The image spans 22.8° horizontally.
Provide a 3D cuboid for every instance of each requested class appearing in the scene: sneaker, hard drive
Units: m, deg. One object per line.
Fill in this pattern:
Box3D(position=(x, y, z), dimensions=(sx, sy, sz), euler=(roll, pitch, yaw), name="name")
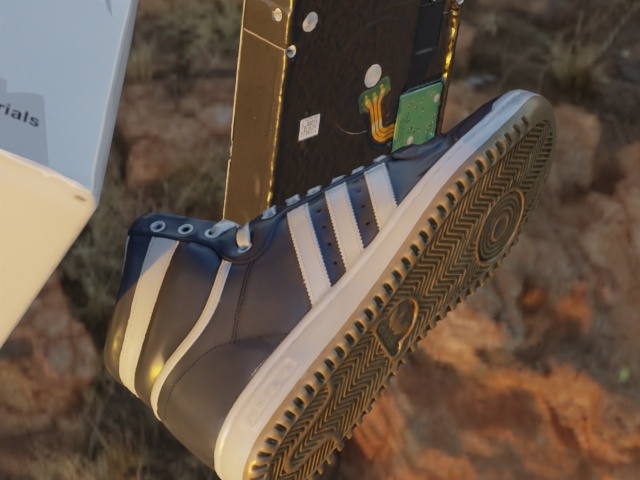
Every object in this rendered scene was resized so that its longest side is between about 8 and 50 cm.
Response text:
Box3D(position=(0.000, 0.000, 0.885), dimensions=(0.153, 0.099, 0.282), euler=(29, 68, 32), name="sneaker")
Box3D(position=(0.020, -0.112, 1.431), dimensions=(0.064, 0.339, 0.237), euler=(30, 38, 34), name="hard drive")

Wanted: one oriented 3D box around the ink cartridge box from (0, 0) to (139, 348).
Box3D(position=(-0.200, -0.115, 0.767), dimensions=(0.166, 0.285, 0.395), euler=(22, 47, -19), name="ink cartridge box")
